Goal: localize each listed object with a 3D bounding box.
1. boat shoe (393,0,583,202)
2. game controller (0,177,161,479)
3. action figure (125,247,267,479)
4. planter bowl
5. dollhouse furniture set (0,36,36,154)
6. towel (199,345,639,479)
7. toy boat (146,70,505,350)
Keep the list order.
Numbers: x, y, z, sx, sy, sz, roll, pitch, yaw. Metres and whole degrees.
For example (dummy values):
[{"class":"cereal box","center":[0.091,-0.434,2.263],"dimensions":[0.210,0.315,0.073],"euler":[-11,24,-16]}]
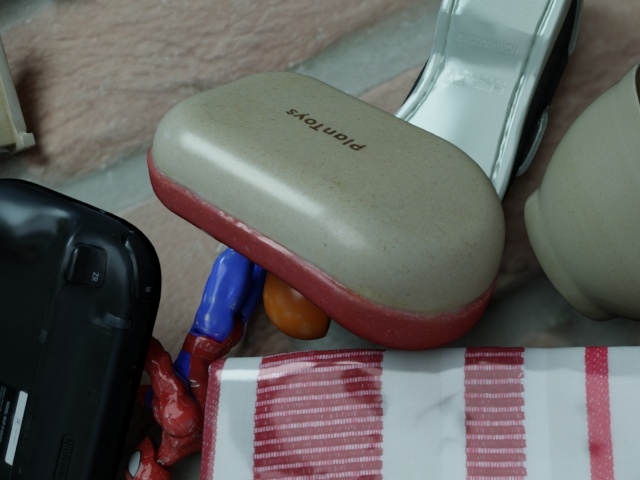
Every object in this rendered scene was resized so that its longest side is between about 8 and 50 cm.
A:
[{"class":"boat shoe","center":[0.104,-0.077,0.689],"dimensions":[0.114,0.091,0.302],"euler":[32,96,23]},{"class":"game controller","center":[-0.211,0.121,0.678],"dimensions":[0.167,0.067,0.319],"euler":[23,104,29]},{"class":"action figure","center":[-0.102,0.042,0.718],"dimensions":[0.139,0.091,0.280],"euler":[16,75,17]},{"class":"planter bowl","center":[0.198,-0.015,0.608],"dimensions":[0.109,0.162,0.162],"euler":[-33,59,35]},{"class":"dollhouse furniture set","center":[-0.353,-0.158,0.877],"dimensions":[0.174,0.303,0.355],"euler":[-11,94,53]},{"class":"towel","center":[0.079,0.173,0.540],"dimensions":[0.329,0.037,0.237],"euler":[-3,68,18]},{"class":"toy boat","center":[0.000,0.000,0.620],"dimensions":[0.231,0.151,0.151],"euler":[31,40,29]}]
